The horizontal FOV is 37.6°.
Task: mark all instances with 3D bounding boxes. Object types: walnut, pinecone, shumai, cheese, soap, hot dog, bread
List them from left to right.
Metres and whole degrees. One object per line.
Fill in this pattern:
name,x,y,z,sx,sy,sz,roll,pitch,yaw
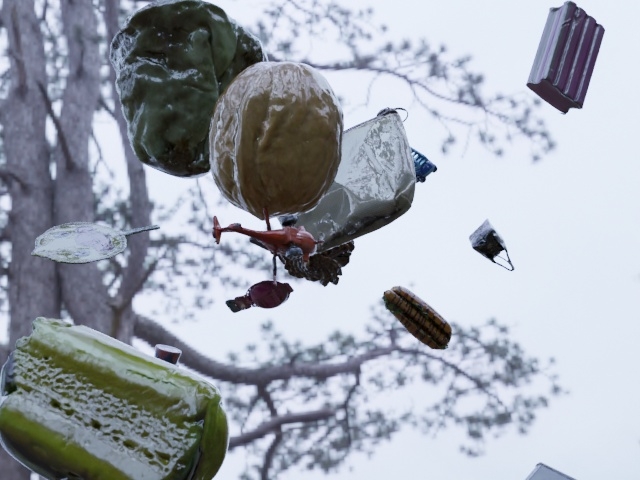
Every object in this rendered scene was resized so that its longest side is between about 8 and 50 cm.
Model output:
bread,-0.333,0.299,1.517,0.376,0.251,0.208,20,-25,19
shumai,-0.247,-0.257,1.745,0.309,0.263,0.304,7,-26,-9
cheese,-0.125,0.117,1.937,0.145,0.038,0.095,-19,-43,14
walnut,-0.072,-0.160,1.520,0.225,0.261,0.225,10,-2,0
pinecone,0.001,-0.001,2.359,0.185,0.212,0.168,42,-26,-18
hot dog,0.135,0.107,1.297,0.122,0.037,0.049,38,-87,-10
soap,0.503,-0.376,1.924,0.122,0.203,0.065,31,-22,-26

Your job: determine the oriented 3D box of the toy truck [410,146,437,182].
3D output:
toy truck,0.218,-0.179,2.154,0.056,0.090,0.073,-42,14,-18

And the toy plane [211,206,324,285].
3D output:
toy plane,-0.077,-0.012,1.417,0.077,0.126,0.194,-24,-45,33

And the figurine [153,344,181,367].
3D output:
figurine,-0.392,0.395,2.323,0.158,0.161,0.275,-2,-68,-1

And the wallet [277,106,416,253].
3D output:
wallet,0.045,-0.118,1.879,0.335,0.275,0.068,-21,-36,9

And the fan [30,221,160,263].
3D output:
fan,-0.546,-0.004,2.299,0.335,0.229,0.011,-14,-60,-35

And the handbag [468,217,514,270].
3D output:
handbag,0.441,0.027,2.371,0.072,0.115,0.139,-40,-80,12

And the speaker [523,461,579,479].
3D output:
speaker,0.451,0.540,1.686,0.153,0.231,0.192,-27,-49,-49
